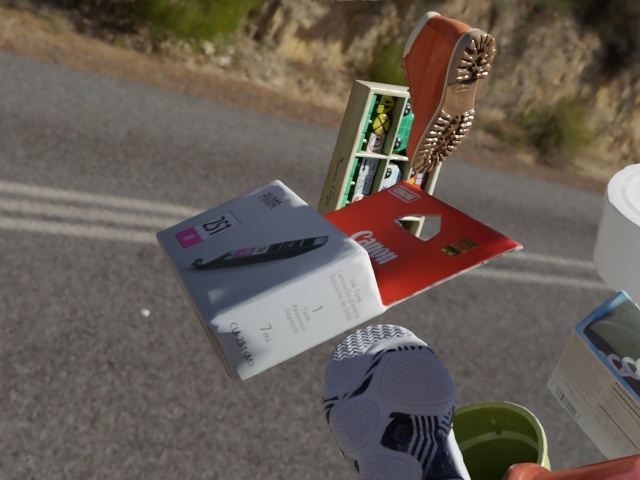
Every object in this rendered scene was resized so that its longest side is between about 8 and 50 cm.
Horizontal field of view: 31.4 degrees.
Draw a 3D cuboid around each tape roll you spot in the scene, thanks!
[{"bbox_3d":[0.486,0.000,1.398,0.286,0.100,0.286,3,27,-2],"label":"tape roll"}]

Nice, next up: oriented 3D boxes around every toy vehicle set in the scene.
[{"bbox_3d":[0.080,-0.075,1.518,0.166,0.266,0.035,0,24,-39],"label":"toy vehicle set"}]

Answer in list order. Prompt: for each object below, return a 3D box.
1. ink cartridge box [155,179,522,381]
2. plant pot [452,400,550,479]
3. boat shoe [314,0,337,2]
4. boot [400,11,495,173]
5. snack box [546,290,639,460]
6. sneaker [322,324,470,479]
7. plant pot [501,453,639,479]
[{"bbox_3d":[0.000,0.000,0.940,0.060,0.239,0.275,68,-9,-19],"label":"ink cartridge box"},{"bbox_3d":[0.269,0.428,1.701,0.254,0.276,0.276,53,1,-25],"label":"plant pot"},{"bbox_3d":[0.059,-0.383,1.068,0.122,0.341,0.110,32,34,33],"label":"boat shoe"},{"bbox_3d":[0.110,-0.146,1.124,0.059,0.157,0.085,-9,37,-45],"label":"boot"},{"bbox_3d":[0.324,0.205,0.951,0.322,0.060,0.187,51,-11,19],"label":"snack box"},{"bbox_3d":[0.097,0.271,1.195,0.137,0.210,0.365,-15,43,-7],"label":"sneaker"},{"bbox_3d":[0.255,0.193,0.510,0.272,0.265,0.272,53,24,-36],"label":"plant pot"}]
